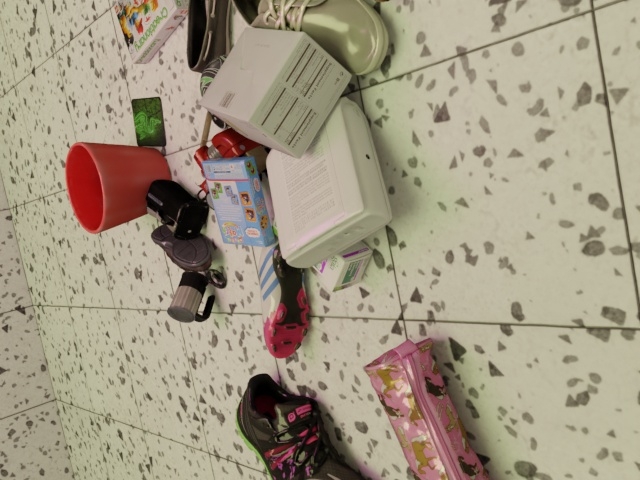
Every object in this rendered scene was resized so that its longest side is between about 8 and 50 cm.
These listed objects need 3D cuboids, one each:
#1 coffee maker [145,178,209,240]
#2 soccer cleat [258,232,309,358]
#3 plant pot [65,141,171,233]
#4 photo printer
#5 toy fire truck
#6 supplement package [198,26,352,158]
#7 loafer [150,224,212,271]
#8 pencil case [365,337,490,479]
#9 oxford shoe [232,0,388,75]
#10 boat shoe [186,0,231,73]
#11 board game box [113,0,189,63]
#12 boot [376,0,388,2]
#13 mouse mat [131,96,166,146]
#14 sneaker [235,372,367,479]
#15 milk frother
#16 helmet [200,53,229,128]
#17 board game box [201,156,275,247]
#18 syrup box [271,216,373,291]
[{"bbox_3d":[-0.415,-0.111,1.901,0.178,0.120,0.171,36,88,35],"label":"coffee maker"},{"bbox_3d":[-0.098,0.129,1.625,0.143,0.116,0.330,34,125,57],"label":"soccer cleat"},{"bbox_3d":[-0.610,-0.176,1.983,0.275,0.243,0.274,18,115,45],"label":"plant pot"},{"bbox_3d":[0.006,-0.129,1.345,0.256,0.107,0.307,-32,57,35],"label":"photo printer"},{"bbox_3d":[-0.244,-0.237,1.637,0.246,0.158,0.217,54,138,1],"label":"toy fire truck"},{"bbox_3d":[-0.101,-0.312,1.345,0.204,0.145,0.262,-58,36,-1],"label":"supplement package"},{"bbox_3d":[-0.404,0.034,1.947,0.303,0.109,0.095,27,147,46],"label":"loafer"},{"bbox_3d":[0.224,0.388,1.292,0.167,0.160,0.385,-31,77,40],"label":"pencil case"},{"bbox_3d":[-0.042,-0.466,1.347,0.449,0.130,0.169,40,127,31],"label":"oxford shoe"},{"bbox_3d":[-0.286,-0.583,1.605,0.112,0.096,0.334,18,115,44],"label":"boat shoe"},{"bbox_3d":[-0.483,-0.661,1.834,0.305,0.053,0.192,-26,83,49],"label":"board game box"},{"bbox_3d":[0.078,-0.533,1.243,0.137,0.077,0.197,-13,78,54],"label":"boot"},{"bbox_3d":[-0.540,-0.370,2.027,0.190,0.007,0.152,9,109,47],"label":"mouse mat"},{"bbox_3d":[-0.059,0.513,1.629,0.483,0.185,0.202,32,128,37],"label":"sneaker"},{"bbox_3d":[-0.357,0.157,1.880,0.143,0.129,0.134,-52,19,50],"label":"milk frother"},{"bbox_3d":[-0.207,-0.363,1.537,0.169,0.169,0.161,40,146,34],"label":"helmet"},{"bbox_3d":[-0.195,-0.091,1.532,0.160,0.039,0.211,5,114,43],"label":"board game box"},{"bbox_3d":[0.000,0.000,1.468,0.237,0.096,0.093,45,133,31],"label":"syrup box"}]
